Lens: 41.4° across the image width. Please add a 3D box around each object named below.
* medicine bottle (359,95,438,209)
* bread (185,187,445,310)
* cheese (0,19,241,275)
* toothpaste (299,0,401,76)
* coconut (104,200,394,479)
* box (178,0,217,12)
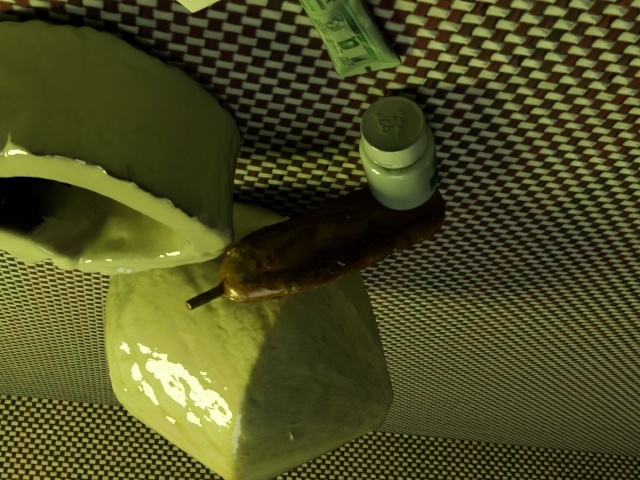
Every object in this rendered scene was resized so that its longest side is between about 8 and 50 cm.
[{"bbox_3d":[0.083,-0.092,0.898,0.080,0.080,0.130,0,158,10],"label":"medicine bottle"},{"bbox_3d":[0.000,0.003,0.958,0.344,0.084,0.124,-22,-173,-28],"label":"bread"},{"bbox_3d":[-0.251,-0.079,0.893,0.292,0.153,0.332,-13,151,37],"label":"cheese"},{"bbox_3d":[0.011,-0.196,0.711,0.064,0.041,0.218,-10,159,18],"label":"toothpaste"},{"bbox_3d":[-0.083,0.142,1.169,0.415,0.345,0.415,25,177,2],"label":"coconut"},{"bbox_3d":[-0.105,-0.260,0.513,0.164,0.069,0.256,-12,152,35],"label":"box"}]
